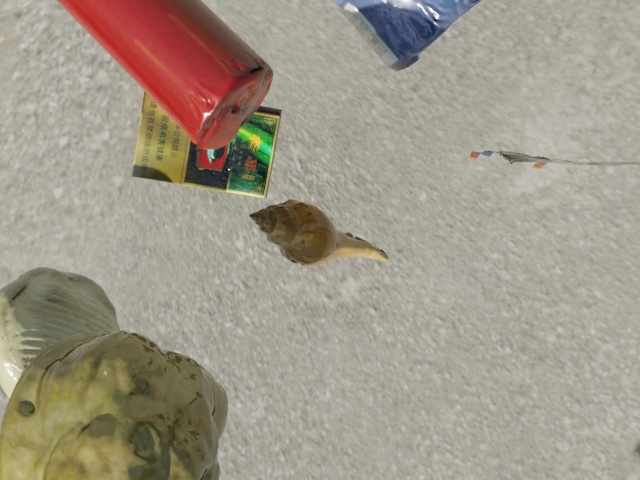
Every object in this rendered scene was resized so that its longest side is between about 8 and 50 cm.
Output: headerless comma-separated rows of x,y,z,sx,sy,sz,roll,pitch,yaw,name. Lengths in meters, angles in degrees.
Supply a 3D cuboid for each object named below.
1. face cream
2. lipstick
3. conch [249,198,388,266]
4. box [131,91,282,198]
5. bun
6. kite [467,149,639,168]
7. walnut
0.144,-0.432,1.547,0.249,0.249,0.225,-40,99,3,face cream
-0.146,-0.178,0.639,0.279,0.073,0.073,45,96,11,lipstick
-0.001,0.005,1.540,0.330,0.109,0.093,27,72,-47,conch
-0.197,-0.171,1.664,0.240,0.071,0.159,9,100,-7,box
-0.432,0.160,1.532,0.141,0.239,0.239,-19,119,36,bun
0.307,-0.111,1.318,0.204,0.360,0.022,2,95,-11,kite
-0.240,0.245,1.126,0.253,0.282,0.277,29,59,-57,walnut
